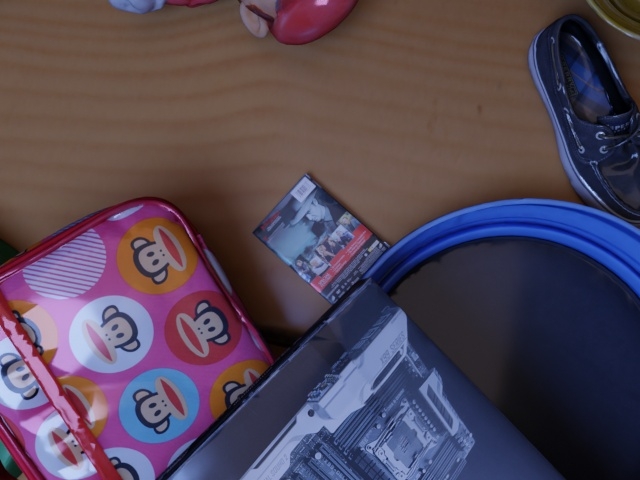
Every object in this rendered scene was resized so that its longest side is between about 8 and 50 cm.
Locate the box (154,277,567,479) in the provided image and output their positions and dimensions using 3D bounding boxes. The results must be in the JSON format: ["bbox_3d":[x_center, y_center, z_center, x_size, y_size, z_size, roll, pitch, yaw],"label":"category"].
[{"bbox_3d":[0.055,0.222,0.460,0.242,0.076,0.307,-43,89,-11],"label":"box"}]

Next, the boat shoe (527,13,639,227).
[{"bbox_3d":[0.282,-0.121,0.578,0.080,0.076,0.228,-20,85,1],"label":"boat shoe"}]

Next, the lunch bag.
[{"bbox_3d":[-0.179,0.130,0.523,0.258,0.120,0.293,-31,99,-12],"label":"lunch bag"}]

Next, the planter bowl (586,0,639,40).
[{"bbox_3d":[0.353,-0.283,0.573,0.217,0.090,0.217,0,90,13],"label":"planter bowl"}]

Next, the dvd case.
[{"bbox_3d":[0.000,0.000,0.613,0.119,0.013,0.087,41,88,3],"label":"dvd case"}]

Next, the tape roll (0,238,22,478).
[{"bbox_3d":[-0.430,0.132,0.589,0.322,0.077,0.321,0,86,3],"label":"tape roll"}]

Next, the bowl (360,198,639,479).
[{"bbox_3d":[0.194,0.156,0.563,0.392,0.077,0.390,0,87,2],"label":"bowl"}]

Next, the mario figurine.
[{"bbox_3d":[-0.102,-0.307,0.551,0.321,0.198,0.170,33,48,10],"label":"mario figurine"}]
